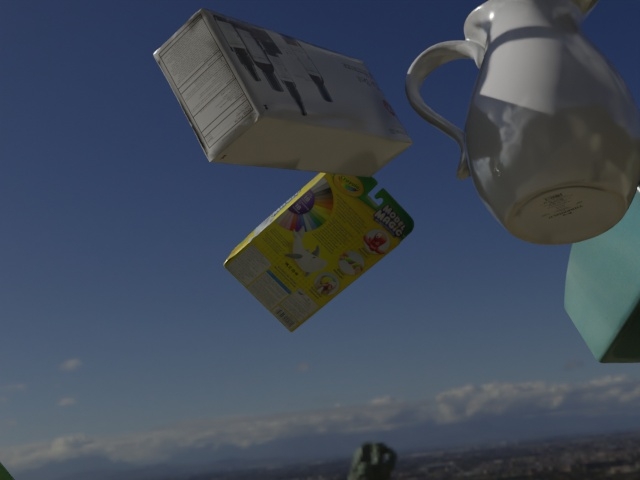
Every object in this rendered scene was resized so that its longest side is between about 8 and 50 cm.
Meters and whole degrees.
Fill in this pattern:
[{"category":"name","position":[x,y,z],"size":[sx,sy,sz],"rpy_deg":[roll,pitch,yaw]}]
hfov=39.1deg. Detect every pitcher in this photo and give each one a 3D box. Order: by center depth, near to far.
[{"category":"pitcher","position":[0.149,-0.096,0.694],"size":[0.178,0.207,0.125],"rpy_deg":[-23,-38,31]}]

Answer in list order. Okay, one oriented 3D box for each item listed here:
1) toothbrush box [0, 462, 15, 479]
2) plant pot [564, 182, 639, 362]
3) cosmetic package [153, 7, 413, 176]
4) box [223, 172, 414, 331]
[{"category":"toothbrush box","position":[-0.385,0.197,0.718],"size":[0.122,0.283,0.206],"rpy_deg":[-34,11,11]},{"category":"plant pot","position":[0.406,0.034,1.100],"size":[0.166,0.165,0.234],"rpy_deg":[3,-51,-20]},{"category":"cosmetic package","position":[-0.018,-0.110,0.726],"size":[0.060,0.099,0.239],"rpy_deg":[-35,-16,27]},{"category":"box","position":[0.000,0.000,0.913],"size":[0.179,0.105,0.043],"rpy_deg":[-40,12,23]}]
